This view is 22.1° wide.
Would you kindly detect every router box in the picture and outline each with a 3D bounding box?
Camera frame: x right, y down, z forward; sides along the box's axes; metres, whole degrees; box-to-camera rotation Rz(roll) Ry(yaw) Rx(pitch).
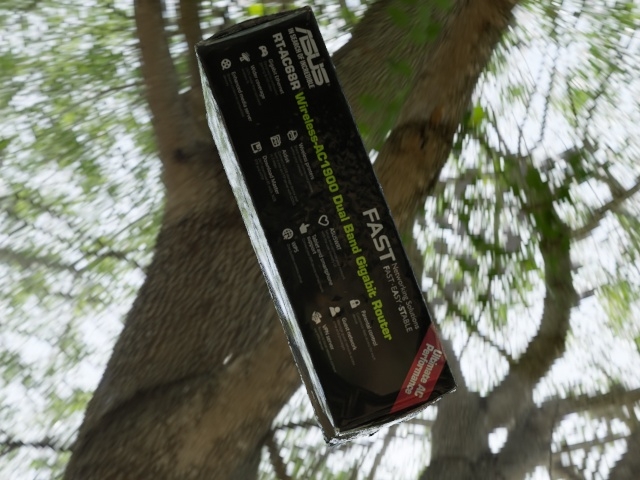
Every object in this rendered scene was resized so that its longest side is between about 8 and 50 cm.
[{"bbox_3d":[0.000,0.000,0.504,0.038,0.092,0.122,-20,-97,-5],"label":"router box"}]
